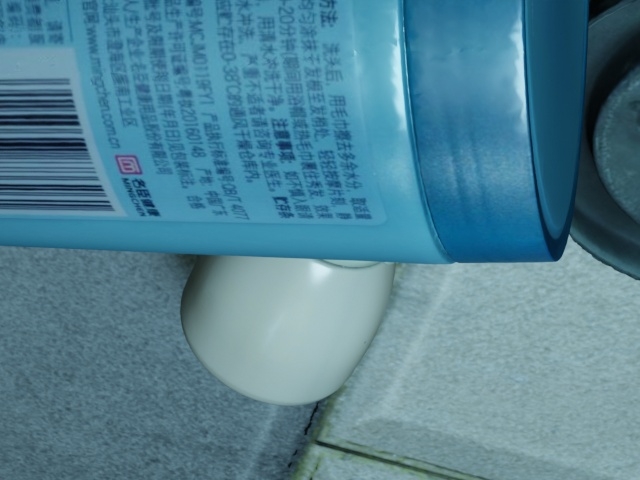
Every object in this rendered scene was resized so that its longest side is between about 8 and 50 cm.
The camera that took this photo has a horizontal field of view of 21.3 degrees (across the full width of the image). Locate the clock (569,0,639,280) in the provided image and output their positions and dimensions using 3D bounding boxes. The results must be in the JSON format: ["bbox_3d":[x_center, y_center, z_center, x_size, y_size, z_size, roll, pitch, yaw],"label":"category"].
[{"bbox_3d":[0.294,-0.080,1.147,0.318,0.066,0.319,6,140,5],"label":"clock"}]

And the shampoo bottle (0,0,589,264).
[{"bbox_3d":[-0.037,-0.154,0.932,0.342,0.331,0.331,1,139,13],"label":"shampoo bottle"}]

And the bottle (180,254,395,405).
[{"bbox_3d":[0.000,0.000,1.259,0.147,0.148,0.236,21,132,-11],"label":"bottle"}]
